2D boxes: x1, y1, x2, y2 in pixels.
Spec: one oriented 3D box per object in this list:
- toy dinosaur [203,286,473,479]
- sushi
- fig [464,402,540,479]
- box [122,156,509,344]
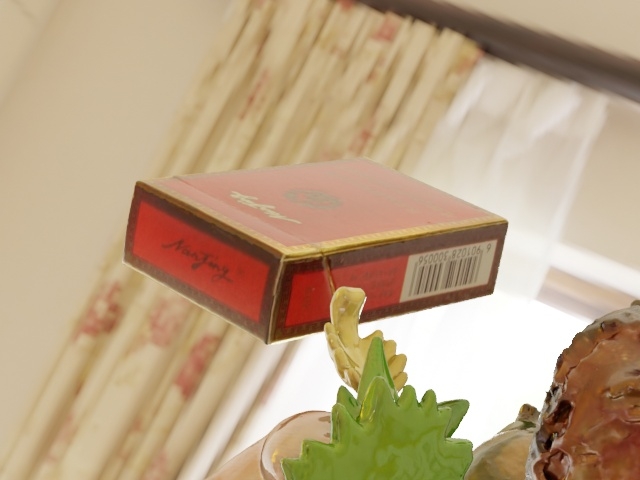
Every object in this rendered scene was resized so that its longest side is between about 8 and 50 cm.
[{"bbox_3d":[-0.008,0.138,0.809,0.177,0.194,0.152,0,-52,57],"label":"toy dinosaur"},{"bbox_3d":[0.279,0.189,1.056,0.343,0.196,0.182,36,22,11],"label":"sushi"},{"bbox_3d":[0.201,0.253,1.558,0.195,0.195,0.245,30,25,-16],"label":"fig"},{"bbox_3d":[0.000,0.001,1.203,0.153,0.074,0.240,31,26,36],"label":"box"}]
